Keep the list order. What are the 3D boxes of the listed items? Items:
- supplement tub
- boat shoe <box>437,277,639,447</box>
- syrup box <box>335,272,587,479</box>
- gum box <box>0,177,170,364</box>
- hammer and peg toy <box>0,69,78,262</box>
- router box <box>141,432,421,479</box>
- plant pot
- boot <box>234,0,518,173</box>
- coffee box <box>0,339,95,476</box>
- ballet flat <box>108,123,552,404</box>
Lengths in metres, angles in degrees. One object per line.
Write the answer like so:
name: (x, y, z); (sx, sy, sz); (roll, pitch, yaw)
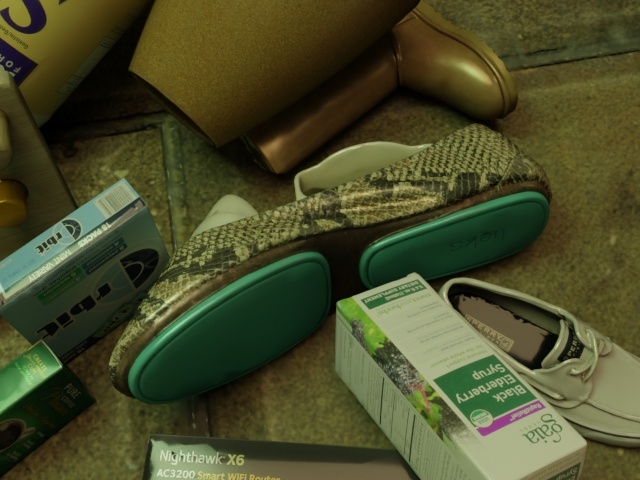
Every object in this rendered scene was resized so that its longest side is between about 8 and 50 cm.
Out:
supplement tub: (-0.330, -0.264, 0.903); (0.331, 0.241, 0.241); (-46, 70, 7)
boat shoe: (0.232, 0.111, 0.837); (0.267, 0.088, 0.096); (30, 69, 15)
syrup box: (0.110, 0.141, 0.751); (0.093, 0.096, 0.237); (-19, 41, -24)
gum box: (-0.223, 0.039, 0.831); (0.157, 0.184, 0.041); (-37, 70, -14)
hammer and peg toy: (-0.427, -0.018, 0.820); (0.361, 0.266, 0.127); (-17, 52, -7)
router box: (-0.013, 0.306, 0.757); (0.308, 0.081, 0.243); (3, 64, 3)
plant pot: (-0.067, -0.226, 0.877); (0.237, 0.237, 0.254); (38, 85, 17)
boot: (0.048, -0.153, 0.973); (0.269, 0.089, 0.236); (-35, 58, -14)
coffee box: (-0.310, 0.180, 0.810); (0.184, 0.113, 0.040); (-39, 67, -14)
ballet flat: (0.000, 0.000, 0.873); (0.482, 0.164, 0.182); (-23, 52, -16)
